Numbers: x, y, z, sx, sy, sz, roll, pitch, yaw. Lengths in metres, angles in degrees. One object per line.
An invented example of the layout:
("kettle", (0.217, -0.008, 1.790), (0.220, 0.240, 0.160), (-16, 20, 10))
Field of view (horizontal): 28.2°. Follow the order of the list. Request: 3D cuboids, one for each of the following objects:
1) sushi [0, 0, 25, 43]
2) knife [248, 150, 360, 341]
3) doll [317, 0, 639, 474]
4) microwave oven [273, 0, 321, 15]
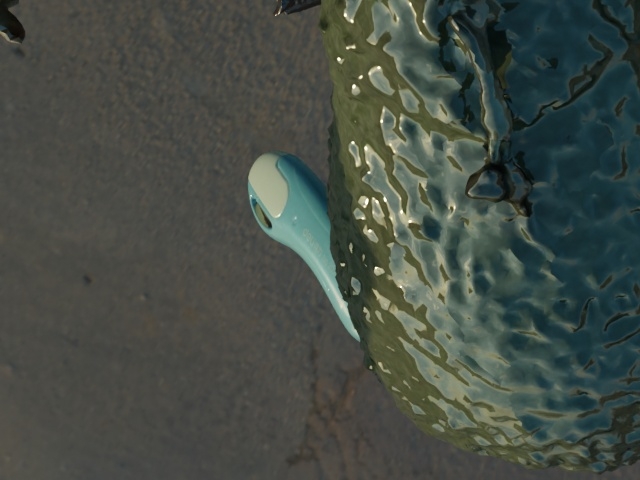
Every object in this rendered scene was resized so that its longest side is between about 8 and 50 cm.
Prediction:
("sushi", (-0.178, -0.270, 0.515), (0.176, 0.417, 0.417), (16, 131, 46))
("knife", (0.000, 0.000, 0.900), (0.031, 0.222, 0.064), (12, 115, -33))
("doll", (0.107, -0.047, 0.633), (0.247, 0.247, 0.349), (-5, 138, 19))
("microwave oven", (-0.032, -0.438, 1.641), (0.178, 0.247, 0.188), (-23, 149, -11))
